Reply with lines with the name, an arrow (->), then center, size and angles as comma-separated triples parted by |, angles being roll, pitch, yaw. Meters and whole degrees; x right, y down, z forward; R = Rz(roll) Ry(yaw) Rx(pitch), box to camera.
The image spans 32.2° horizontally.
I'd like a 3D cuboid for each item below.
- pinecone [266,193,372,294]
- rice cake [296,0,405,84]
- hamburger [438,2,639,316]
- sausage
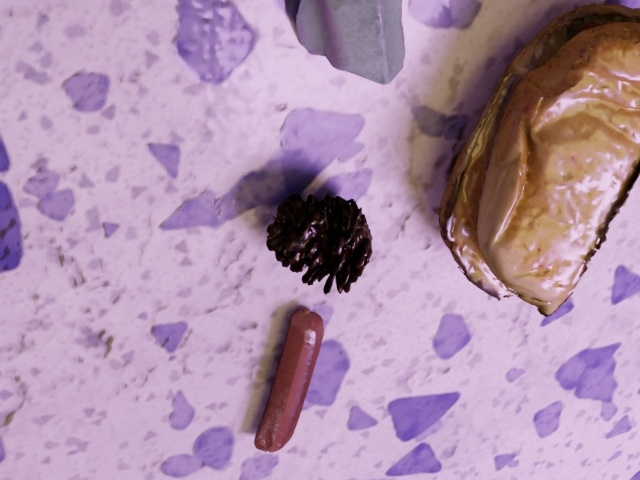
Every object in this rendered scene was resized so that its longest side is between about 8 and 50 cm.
pinecone -> 0.000, 0.000, 0.841 | 0.083, 0.077, 0.077 | 17, 116, -10
rice cake -> 0.006, -0.208, 0.670 | 0.290, 0.081, 0.051 | 74, 33, -54
hamburger -> 0.174, -0.068, 0.865 | 0.131, 0.124, 0.262 | 18, 110, -17
sausage -> -0.026, 0.120, 0.940 | 0.030, 0.035, 0.147 | -29, 143, -53
